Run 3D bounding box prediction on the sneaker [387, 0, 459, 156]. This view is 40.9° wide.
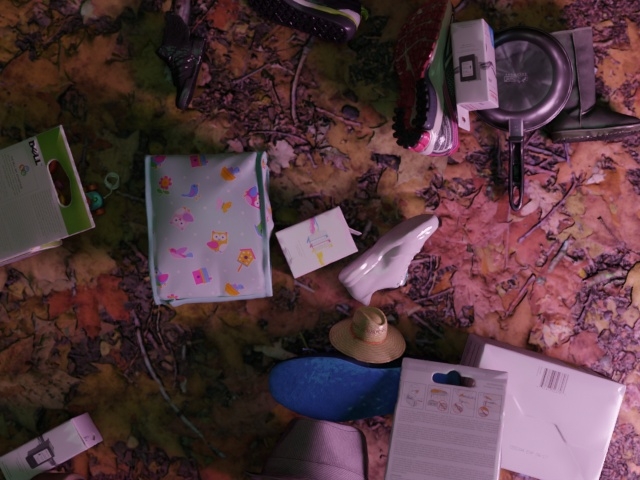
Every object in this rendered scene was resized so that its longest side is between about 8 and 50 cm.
[{"bbox_3d":[0.204,-0.298,1.570,0.112,0.121,0.299,13,81,-36],"label":"sneaker"}]

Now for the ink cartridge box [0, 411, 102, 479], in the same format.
[{"bbox_3d":[-0.480,0.372,1.534,0.150,0.109,0.063,-28,86,-2],"label":"ink cartridge box"}]

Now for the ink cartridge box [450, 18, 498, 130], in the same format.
[{"bbox_3d":[0.276,-0.290,1.523,0.060,0.104,0.180,-4,91,21],"label":"ink cartridge box"}]

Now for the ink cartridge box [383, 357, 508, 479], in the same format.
[{"bbox_3d":[0.216,0.331,1.461,0.189,0.066,0.232,7,69,12],"label":"ink cartridge box"}]

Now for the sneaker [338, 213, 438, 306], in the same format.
[{"bbox_3d":[0.141,0.037,1.584,0.212,0.080,0.094,-37,103,5],"label":"sneaker"}]

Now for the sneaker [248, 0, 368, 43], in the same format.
[{"bbox_3d":[-0.027,-0.443,1.582,0.234,0.084,0.097,25,65,-3],"label":"sneaker"}]

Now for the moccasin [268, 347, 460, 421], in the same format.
[{"bbox_3d":[0.077,0.263,1.556,0.342,0.117,0.138,5,97,-1],"label":"moccasin"}]

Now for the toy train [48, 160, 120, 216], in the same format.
[{"bbox_3d":[-0.459,-0.108,1.568,0.166,0.046,0.125,23,89,-1],"label":"toy train"}]

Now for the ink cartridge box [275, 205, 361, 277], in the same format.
[{"bbox_3d":[0.000,0.000,1.562,0.143,0.092,0.090,-23,90,-3],"label":"ink cartridge box"}]

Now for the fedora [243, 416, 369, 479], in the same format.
[{"bbox_3d":[0.000,0.379,1.491,0.243,0.275,0.124,2,67,25],"label":"fedora"}]

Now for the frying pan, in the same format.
[{"bbox_3d":[0.338,-0.239,1.586,0.197,0.053,0.326,24,97,14],"label":"frying pan"}]

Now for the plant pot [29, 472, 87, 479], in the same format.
[{"bbox_3d":[-0.333,0.546,1.422,0.280,0.323,0.323,-4,90,3],"label":"plant pot"}]

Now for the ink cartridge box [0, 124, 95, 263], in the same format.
[{"bbox_3d":[-0.505,-0.073,1.502,0.255,0.097,0.189,-17,91,17],"label":"ink cartridge box"}]

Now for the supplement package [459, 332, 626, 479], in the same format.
[{"bbox_3d":[0.375,0.306,1.547,0.261,0.145,0.204,17,90,-2],"label":"supplement package"}]

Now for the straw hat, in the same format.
[{"bbox_3d":[0.088,0.152,1.534,0.144,0.144,0.061,3,119,-2],"label":"straw hat"}]

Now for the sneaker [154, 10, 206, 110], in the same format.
[{"bbox_3d":[-0.265,-0.329,1.576,0.089,0.051,0.170,16,85,-2],"label":"sneaker"}]

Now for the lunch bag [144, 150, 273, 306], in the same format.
[{"bbox_3d":[-0.194,-0.017,1.523,0.223,0.160,0.262,-3,84,-3],"label":"lunch bag"}]

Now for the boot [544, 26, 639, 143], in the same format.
[{"bbox_3d":[0.502,-0.291,1.596,0.189,0.076,0.209,-3,84,-1],"label":"boot"}]
